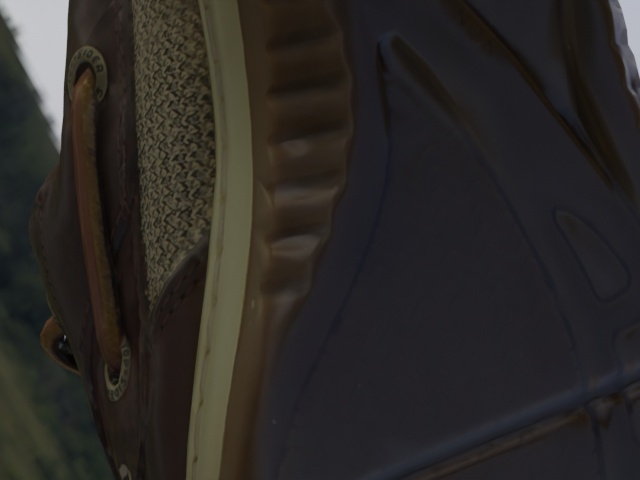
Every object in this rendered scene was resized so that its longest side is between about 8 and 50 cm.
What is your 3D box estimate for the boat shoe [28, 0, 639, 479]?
[{"bbox_3d":[0.000,0.000,0.425,0.123,0.123,0.342,-15,-97,61],"label":"boat shoe"}]
